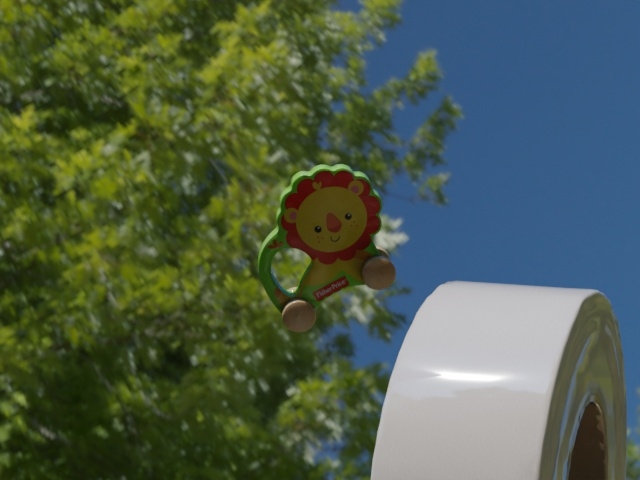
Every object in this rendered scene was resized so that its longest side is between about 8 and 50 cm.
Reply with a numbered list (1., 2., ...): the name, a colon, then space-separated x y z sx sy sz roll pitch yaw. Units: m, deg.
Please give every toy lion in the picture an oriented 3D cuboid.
1. toy lion: 0.000 0.000 0.930 0.100 0.034 0.096 -29 -74 4

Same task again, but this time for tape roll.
1. tape roll: 0.122 0.169 0.872 0.100 0.286 0.286 3 -48 22
